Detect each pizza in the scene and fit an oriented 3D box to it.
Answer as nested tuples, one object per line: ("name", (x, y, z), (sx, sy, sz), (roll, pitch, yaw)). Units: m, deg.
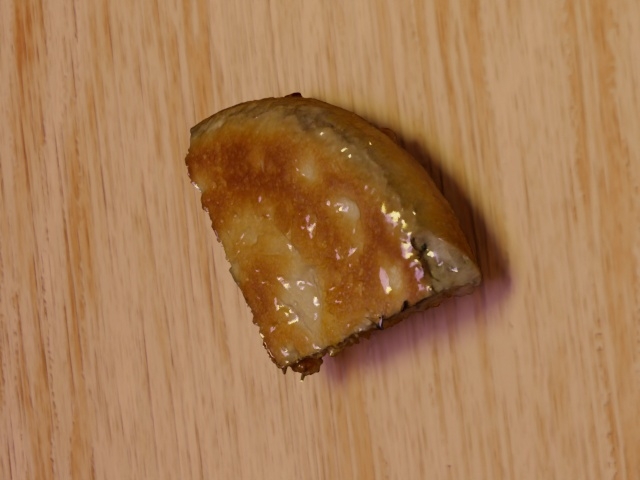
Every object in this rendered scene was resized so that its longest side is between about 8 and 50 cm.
("pizza", (0.000, 0.000, 1.458), (0.335, 0.086, 0.226), (27, 116, 42))
